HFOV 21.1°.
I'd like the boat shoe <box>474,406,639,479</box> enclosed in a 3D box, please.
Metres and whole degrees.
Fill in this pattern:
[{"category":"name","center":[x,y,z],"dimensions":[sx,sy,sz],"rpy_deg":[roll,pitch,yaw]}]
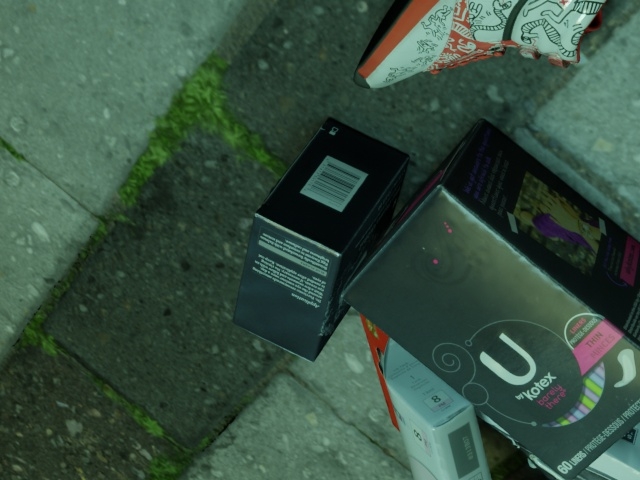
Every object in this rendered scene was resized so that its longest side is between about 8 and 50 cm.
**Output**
[{"category":"boat shoe","center":[0.238,0.188,1.674],"dimensions":[0.301,0.108,0.102],"rpy_deg":[25,137,4]}]

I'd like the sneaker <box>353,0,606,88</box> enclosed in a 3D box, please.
[{"category":"sneaker","center":[0.136,-0.173,1.419],"dimensions":[0.145,0.090,0.270],"rpy_deg":[31,146,-8]}]

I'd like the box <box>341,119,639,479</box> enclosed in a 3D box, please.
[{"category":"box","center":[0.184,0.053,1.533],"dimensions":[0.270,0.143,0.165],"rpy_deg":[39,126,-1]}]

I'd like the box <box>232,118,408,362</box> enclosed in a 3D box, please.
[{"category":"box","center":[0.000,0.000,1.620],"dimensions":[0.093,0.156,0.158],"rpy_deg":[26,138,11]}]

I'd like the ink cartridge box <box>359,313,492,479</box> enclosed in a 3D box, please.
[{"category":"ink cartridge box","center":[0.091,0.188,1.715],"dimensions":[0.232,0.066,0.189],"rpy_deg":[36,150,50]}]
